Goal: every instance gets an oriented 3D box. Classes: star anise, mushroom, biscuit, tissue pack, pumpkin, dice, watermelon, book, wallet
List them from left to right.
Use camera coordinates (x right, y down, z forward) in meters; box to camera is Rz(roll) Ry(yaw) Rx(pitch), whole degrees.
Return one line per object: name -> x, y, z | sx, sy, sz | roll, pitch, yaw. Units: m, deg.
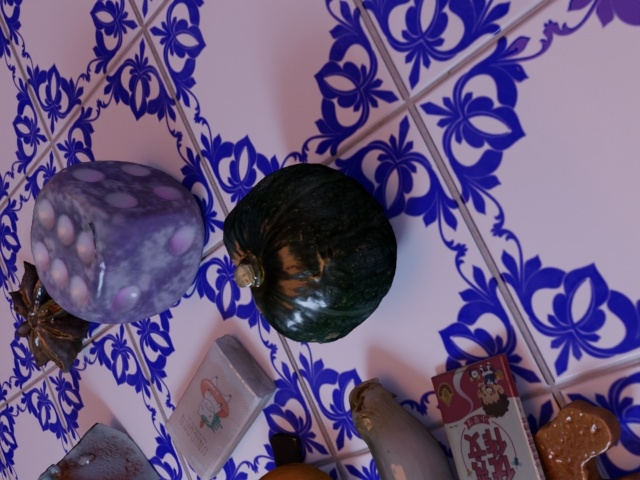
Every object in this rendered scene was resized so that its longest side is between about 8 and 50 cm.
star anise -> -0.728, 0.199, 1.939 | 0.332, 0.118, 0.331 | 5, 99, 32
watermelon -> -0.550, 0.574, 1.830 | 0.290, 0.320, 0.213 | 0, 73, 11
dice -> -0.429, -0.001, 1.528 | 0.270, 0.271, 0.270 | 33, 120, 32
tissue pack -> -0.227, 0.370, 1.572 | 0.170, 0.071, 0.325 | 47, 126, 21
wallet -> -0.062, 0.476, 1.488 | 0.082, 0.018, 0.156 | -5, 97, 40
pumpkin -> 0.000, 0.000, 1.169 | 0.197, 0.263, 0.293 | -44, 74, 34
mushroom -> 0.159, 0.423, 1.211 | 0.396, 0.126, 0.177 | 70, 159, 7
book -> 0.261, 0.308, 1.124 | 0.162, 0.022, 0.231 | -33, 64, 50
biscuit -> 0.349, 0.379, 1.080 | 0.334, 0.047, 0.202 | -51, 58, 41

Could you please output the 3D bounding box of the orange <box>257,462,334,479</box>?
orange -> -0.045, 0.537, 1.362 | 0.219, 0.219, 0.193 | -15, 130, 42
